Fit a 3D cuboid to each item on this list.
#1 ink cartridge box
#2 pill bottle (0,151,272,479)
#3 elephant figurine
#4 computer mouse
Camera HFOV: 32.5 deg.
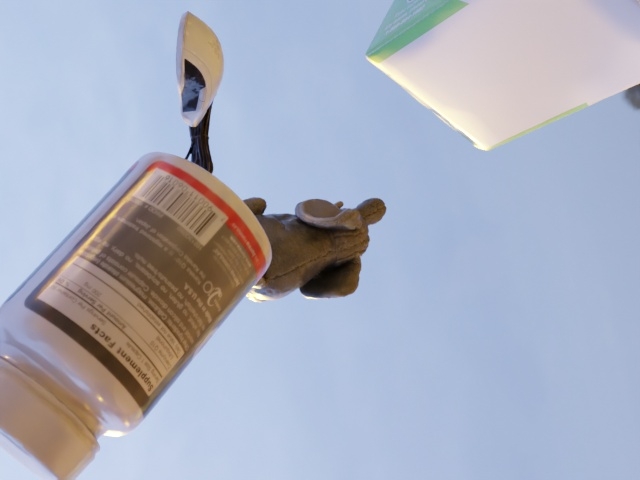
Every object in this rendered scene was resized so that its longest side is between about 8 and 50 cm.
[{"bbox_3d":[0.169,-0.216,0.692,0.115,0.198,0.273,35,-116,-17],"label":"ink cartridge box"},{"bbox_3d":[-0.187,0.070,0.983,0.283,0.161,0.161,-51,-50,-23],"label":"pill bottle"},{"bbox_3d":[0.000,0.000,1.568,0.169,0.239,0.186,94,165,-62],"label":"elephant figurine"},{"bbox_3d":[-0.117,-0.150,1.091,0.193,0.042,0.106,98,177,-63],"label":"computer mouse"}]
